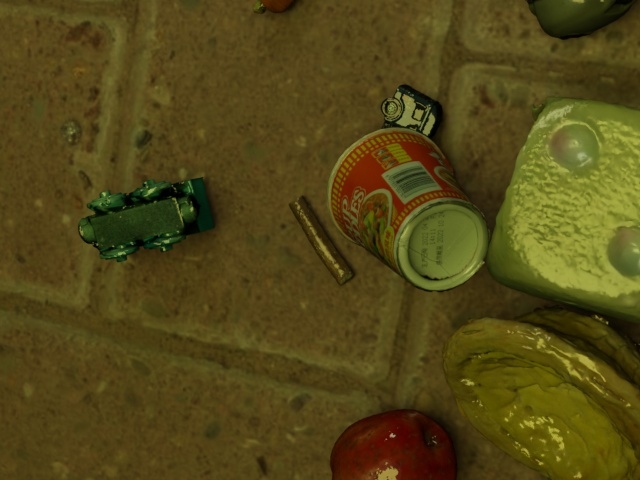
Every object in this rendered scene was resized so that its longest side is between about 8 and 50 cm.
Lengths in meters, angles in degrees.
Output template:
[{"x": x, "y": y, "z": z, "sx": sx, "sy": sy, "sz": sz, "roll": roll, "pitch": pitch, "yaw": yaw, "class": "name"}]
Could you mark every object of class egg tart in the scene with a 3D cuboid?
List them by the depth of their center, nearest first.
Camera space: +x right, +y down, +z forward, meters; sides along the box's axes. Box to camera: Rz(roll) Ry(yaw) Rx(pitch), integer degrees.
[{"x": 0.330, "y": 0.206, "z": 1.823, "sx": 0.345, "sy": 0.132, "sz": 0.345, "roll": 28, "pitch": 147, "yaw": 21, "class": "egg tart"}]

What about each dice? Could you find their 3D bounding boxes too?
[{"x": 0.362, "y": -0.035, "z": 1.752, "sx": 0.254, "sy": 0.252, "sz": 0.250, "roll": 15, "pitch": 87, "yaw": 12, "class": "dice"}]

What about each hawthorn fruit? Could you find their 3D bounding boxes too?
[{"x": 0.105, "y": 0.327, "z": 1.940, "sx": 0.189, "sy": 0.189, "sz": 0.189, "roll": 2, "pitch": 95, "yaw": 20, "class": "hawthorn fruit"}]

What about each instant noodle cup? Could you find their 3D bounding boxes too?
[{"x": 0.129, "y": -0.031, "z": 1.833, "sx": 0.193, "sy": 0.212, "sz": 0.193, "roll": -7, "pitch": 115, "yaw": -16, "class": "instant noodle cup"}]

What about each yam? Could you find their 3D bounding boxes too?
[{"x": 0.000, "y": 0.000, "z": 2.023, "sx": 0.032, "sy": 0.032, "sz": 0.145, "roll": -35, "pitch": 81, "yaw": 19, "class": "yam"}]

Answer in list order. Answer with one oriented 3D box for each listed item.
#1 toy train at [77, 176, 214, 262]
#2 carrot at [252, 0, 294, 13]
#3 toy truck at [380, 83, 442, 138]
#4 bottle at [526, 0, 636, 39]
[{"x": -0.256, "y": -0.035, "z": 2.046, "sx": 0.198, "sy": 0.154, "sz": 0.107, "roll": -13, "pitch": 93, "yaw": 21, "class": "toy train"}, {"x": -0.016, "y": -0.432, "z": 1.986, "sx": 0.061, "sy": 0.061, "sz": 0.257, "roll": 38, "pitch": 99, "yaw": 13, "class": "carrot"}, {"x": 0.104, "y": -0.118, "z": 1.953, "sx": 0.088, "sy": 0.074, "sz": 0.202, "roll": 27, "pitch": 103, "yaw": 11, "class": "toy truck"}, {"x": 0.329, "y": -0.442, "z": 1.803, "sx": 0.168, "sy": 0.168, "sz": 0.347, "roll": -5, "pitch": 97, "yaw": 20, "class": "bottle"}]
